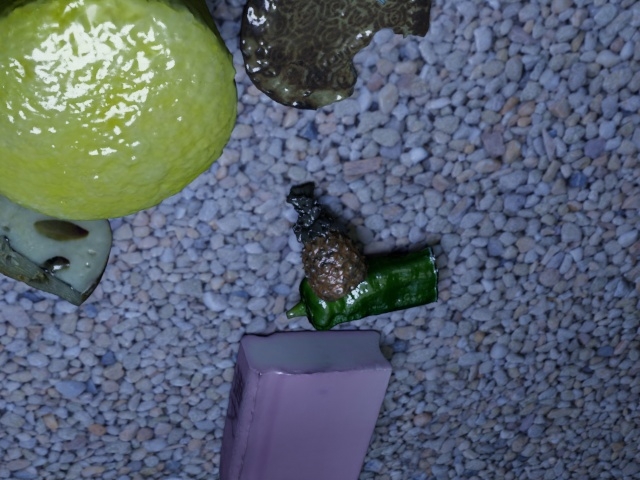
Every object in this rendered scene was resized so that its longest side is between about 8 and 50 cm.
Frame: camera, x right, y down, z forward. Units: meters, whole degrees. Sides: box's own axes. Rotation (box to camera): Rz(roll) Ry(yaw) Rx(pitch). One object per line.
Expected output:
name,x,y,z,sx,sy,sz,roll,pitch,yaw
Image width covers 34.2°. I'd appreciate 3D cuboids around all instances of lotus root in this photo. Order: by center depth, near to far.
lotus root,-0.417,-0.019,1.510,0.267,0.260,0.149,35,72,-3

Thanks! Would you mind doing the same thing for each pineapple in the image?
pineapple,0.000,0.000,1.697,0.108,0.108,0.197,-27,96,4

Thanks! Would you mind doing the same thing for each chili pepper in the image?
chili pepper,0.070,0.090,1.810,0.271,0.099,0.136,-13,164,-5

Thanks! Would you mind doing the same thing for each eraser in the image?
eraser,-0.037,0.339,1.959,0.272,0.122,0.359,-1,127,-18

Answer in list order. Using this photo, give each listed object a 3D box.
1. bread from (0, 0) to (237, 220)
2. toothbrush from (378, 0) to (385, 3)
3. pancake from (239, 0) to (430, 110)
bread,-0.293,-0.224,1.331,0.348,0.307,0.348,-10,131,-11
toothbrush,0.144,-0.428,1.465,0.019,0.016,0.219,28,102,-32
pancake,0.024,-0.320,1.532,0.286,0.033,0.288,-1,127,-18
